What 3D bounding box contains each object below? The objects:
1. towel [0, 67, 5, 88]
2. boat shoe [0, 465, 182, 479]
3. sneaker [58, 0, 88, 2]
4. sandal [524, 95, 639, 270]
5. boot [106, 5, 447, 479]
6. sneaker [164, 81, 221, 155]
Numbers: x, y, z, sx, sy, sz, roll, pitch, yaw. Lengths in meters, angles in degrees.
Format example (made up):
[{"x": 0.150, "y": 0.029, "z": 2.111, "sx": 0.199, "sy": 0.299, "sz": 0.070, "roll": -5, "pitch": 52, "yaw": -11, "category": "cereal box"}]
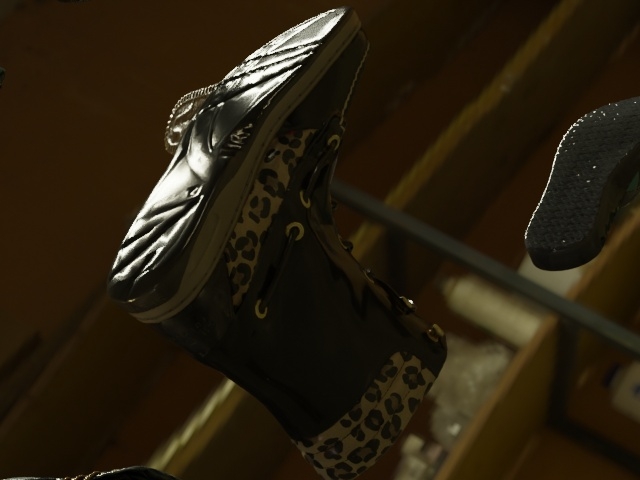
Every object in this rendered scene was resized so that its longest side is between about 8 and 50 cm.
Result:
[{"x": -0.455, "y": -0.082, "z": 1.293, "sx": 0.040, "sy": 0.271, "sz": 0.370, "roll": 119, "pitch": 173, "yaw": -45, "category": "towel"}, {"x": -0.197, "y": 0.218, "z": 1.277, "sx": 0.083, "sy": 0.183, "sz": 0.065, "roll": 116, "pitch": 158, "yaw": -48, "category": "boat shoe"}, {"x": -0.335, "y": -0.369, "z": 1.762, "sx": 0.139, "sy": 0.125, "sz": 0.341, "roll": -13, "pitch": -14, "yaw": -7, "category": "sneaker"}, {"x": 0.264, "y": -0.053, "z": 1.458, "sx": 0.254, "sy": 0.097, "sz": 0.054, "roll": -53, "pitch": -52, "yaw": -36, "category": "sandal"}, {"x": 0.000, "y": 0.000, "z": 1.347, "sx": 0.284, "sy": 0.138, "sz": 0.377, "roll": 49, "pitch": -133, "yaw": -24, "category": "boot"}, {"x": -0.051, "y": -0.117, "z": 1.704, "sx": 0.153, "sy": 0.282, "sz": 0.099, "roll": 19, "pitch": -99, "yaw": -28, "category": "sneaker"}]
